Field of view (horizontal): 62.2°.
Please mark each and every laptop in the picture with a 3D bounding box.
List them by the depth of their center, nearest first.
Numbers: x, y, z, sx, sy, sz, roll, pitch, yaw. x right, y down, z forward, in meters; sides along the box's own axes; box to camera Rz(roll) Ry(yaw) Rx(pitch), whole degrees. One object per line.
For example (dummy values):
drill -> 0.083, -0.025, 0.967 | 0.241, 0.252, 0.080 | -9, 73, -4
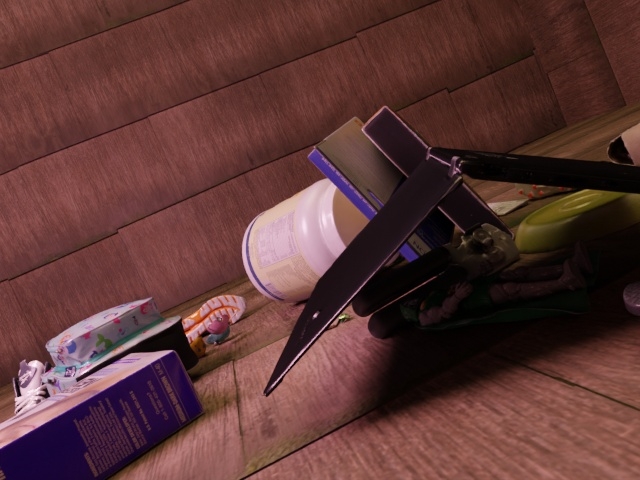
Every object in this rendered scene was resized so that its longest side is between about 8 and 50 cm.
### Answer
laptop -> 0.180, 0.016, 0.619 | 0.408, 0.236, 0.382 | 6, 13, 6

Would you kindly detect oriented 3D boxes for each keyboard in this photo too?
keyboard -> 0.431, -0.078, 1.334 | 0.072, 0.014, 0.256 | -24, 4, -6

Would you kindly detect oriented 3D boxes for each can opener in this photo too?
can opener -> 0.172, 0.061, 0.780 | 0.284, 0.076, 0.095 | -26, -28, -22

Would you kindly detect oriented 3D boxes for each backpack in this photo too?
backpack -> -0.382, 0.227, 0.975 | 0.254, 0.191, 0.225 | -28, 1, 44

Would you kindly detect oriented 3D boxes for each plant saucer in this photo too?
plant saucer -> 0.413, -0.046, 0.831 | 0.241, 0.037, 0.241 | -24, 3, 1

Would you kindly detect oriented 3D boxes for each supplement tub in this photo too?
supplement tub -> 0.000, 0.000, 1.177 | 0.235, 0.235, 0.325 | -28, 3, -42

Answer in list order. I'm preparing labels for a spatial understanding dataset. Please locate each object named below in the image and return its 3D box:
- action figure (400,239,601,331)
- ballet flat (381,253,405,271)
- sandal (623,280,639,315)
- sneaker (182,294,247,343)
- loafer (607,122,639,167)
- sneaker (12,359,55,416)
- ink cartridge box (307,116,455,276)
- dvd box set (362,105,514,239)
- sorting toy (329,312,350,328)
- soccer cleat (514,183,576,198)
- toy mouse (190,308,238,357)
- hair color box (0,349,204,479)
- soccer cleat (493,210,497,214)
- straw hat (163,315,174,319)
action figure -> 0.185, 0.062, 0.608 | 0.232, 0.063, 0.137 | -24, 4, 42
ballet flat -> 0.143, 0.046, 1.206 | 0.114, 0.041, 0.041 | -27, 5, -30
sandal -> 0.292, 0.043, 0.417 | 0.067, 0.040, 0.179 | -13, -4, 43
sneaker -> -0.297, 0.206, 1.428 | 0.215, 0.084, 0.083 | -25, -1, 2
loafer -> 0.624, -0.181, 0.987 | 0.092, 0.101, 0.268 | -25, -6, 6
sneaker -> -0.577, 0.317, 1.051 | 0.094, 0.153, 0.235 | -25, 3, 9
ink cartridge box -> 0.117, -0.078, 0.971 | 0.072, 0.303, 0.307 | -42, 5, 29
dvd box set -> 0.224, -0.139, 1.056 | 0.062, 0.307, 0.420 | -45, 2, 16
sorting toy -> 0.018, 0.138, 0.911 | 0.083, 0.012, 0.062 | -23, 4, 18
soccer cleat -> 0.525, -0.135, 1.198 | 0.076, 0.068, 0.196 | -20, 9, -22
toy mouse -> -0.224, 0.201, 1.160 | 0.143, 0.031, 0.161 | -37, -14, -37
hair color box -> -0.348, 0.269, 0.691 | 0.339, 0.110, 0.185 | -29, 7, -39
soccer cleat -> 0.353, -0.038, 1.175 | 0.083, 0.029, 0.035 | -27, 12, 11
straw hat -> -0.332, 0.243, 1.167 | 0.061, 0.144, 0.144 | 21, 23, 20
